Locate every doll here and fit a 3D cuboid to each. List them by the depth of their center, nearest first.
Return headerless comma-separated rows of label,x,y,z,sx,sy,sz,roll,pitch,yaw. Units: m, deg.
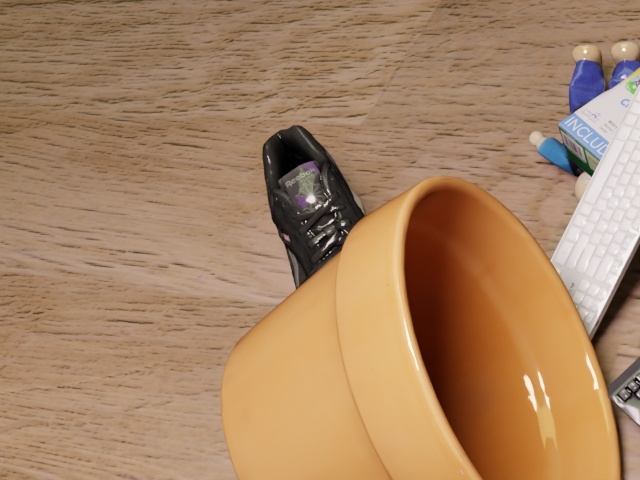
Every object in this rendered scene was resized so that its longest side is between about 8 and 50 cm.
doll,0.258,-0.103,1.529,0.129,0.046,0.189,-2,50,15

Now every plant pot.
plant pot,0.065,0.125,1.229,0.203,0.291,0.291,-27,35,29

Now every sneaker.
sneaker,0.000,0.000,1.502,0.107,0.124,0.283,-28,38,0

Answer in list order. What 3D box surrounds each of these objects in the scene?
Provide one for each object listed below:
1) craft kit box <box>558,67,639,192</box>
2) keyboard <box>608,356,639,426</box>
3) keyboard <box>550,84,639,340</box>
craft kit box,0.377,-0.089,1.404,0.247,0.061,0.250,-36,50,-6
keyboard,0.319,0.092,1.260,0.180,0.023,0.108,-43,68,-4
keyboard,0.238,-0.009,1.374,0.072,0.014,0.256,26,89,42
